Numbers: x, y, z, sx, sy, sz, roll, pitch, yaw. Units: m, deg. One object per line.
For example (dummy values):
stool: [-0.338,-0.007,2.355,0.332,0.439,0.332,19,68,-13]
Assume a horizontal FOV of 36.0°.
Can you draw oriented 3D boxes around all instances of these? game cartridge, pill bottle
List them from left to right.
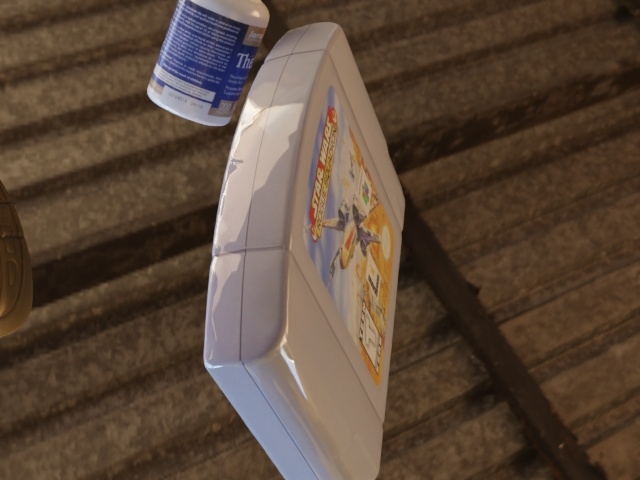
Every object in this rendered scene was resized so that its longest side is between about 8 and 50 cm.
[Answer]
pill bottle: [-0.077,-0.150,0.720,0.067,0.120,0.067,21,-162,-7]
game cartridge: [0.000,0.000,0.653,0.062,0.198,0.297,-5,-133,16]

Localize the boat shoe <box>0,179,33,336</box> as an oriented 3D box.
boat shoe: [-0.231,-0.039,0.518,0.223,0.073,0.080,60,-158,1]
